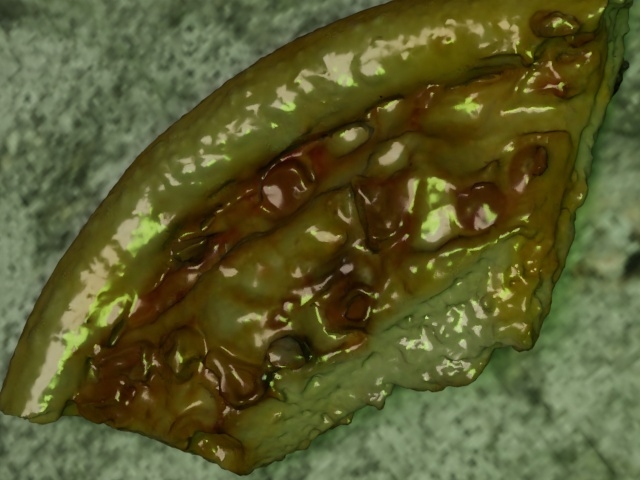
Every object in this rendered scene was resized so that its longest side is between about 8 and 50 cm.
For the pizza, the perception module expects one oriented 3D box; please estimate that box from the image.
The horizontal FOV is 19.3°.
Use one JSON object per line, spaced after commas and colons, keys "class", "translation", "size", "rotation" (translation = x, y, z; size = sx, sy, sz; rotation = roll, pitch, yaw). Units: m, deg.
{"class": "pizza", "translation": [0.000, 0.000, 0.868], "size": [0.365, 0.074, 0.182], "rotation": [-28, 65, 17]}
